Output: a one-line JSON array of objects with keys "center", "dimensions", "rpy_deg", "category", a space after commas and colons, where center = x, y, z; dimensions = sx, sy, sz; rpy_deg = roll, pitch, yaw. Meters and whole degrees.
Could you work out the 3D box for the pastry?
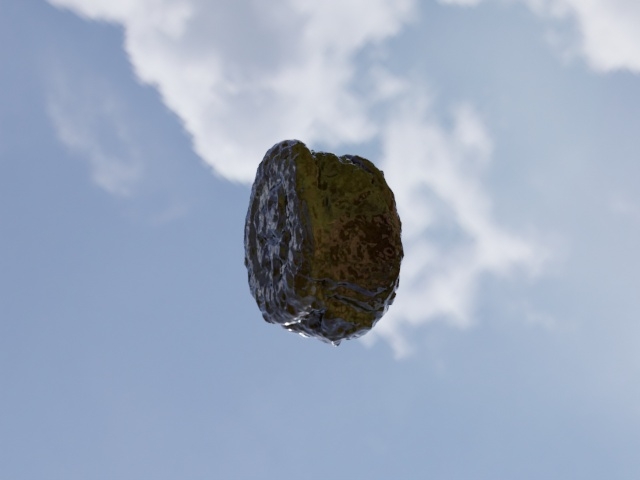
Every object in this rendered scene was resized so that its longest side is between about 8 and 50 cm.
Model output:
[{"center": [0.000, 0.000, 1.026], "dimensions": [0.057, 0.097, 0.109], "rpy_deg": [2, -121, -24], "category": "pastry"}]
